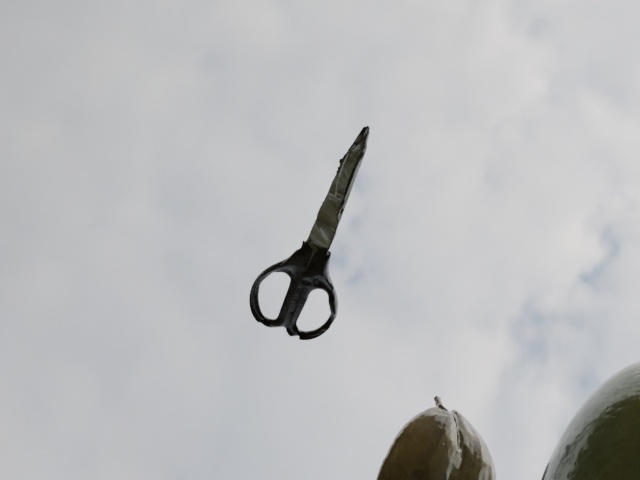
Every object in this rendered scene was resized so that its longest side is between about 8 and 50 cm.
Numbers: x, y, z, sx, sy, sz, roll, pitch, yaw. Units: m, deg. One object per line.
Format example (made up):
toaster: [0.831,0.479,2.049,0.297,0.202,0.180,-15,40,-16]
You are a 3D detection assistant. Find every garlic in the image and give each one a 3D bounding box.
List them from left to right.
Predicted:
garlic: [0.149,0.297,0.829,0.143,0.229,0.178,29,-106,33]

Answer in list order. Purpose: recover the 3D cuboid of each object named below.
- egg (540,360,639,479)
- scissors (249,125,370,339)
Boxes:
egg: [0.207,0.201,0.346,0.218,0.218,0.295,-15,-127,20]
scissors: [0.000,0.000,0.783,0.109,0.300,0.022,21,-144,-3]
